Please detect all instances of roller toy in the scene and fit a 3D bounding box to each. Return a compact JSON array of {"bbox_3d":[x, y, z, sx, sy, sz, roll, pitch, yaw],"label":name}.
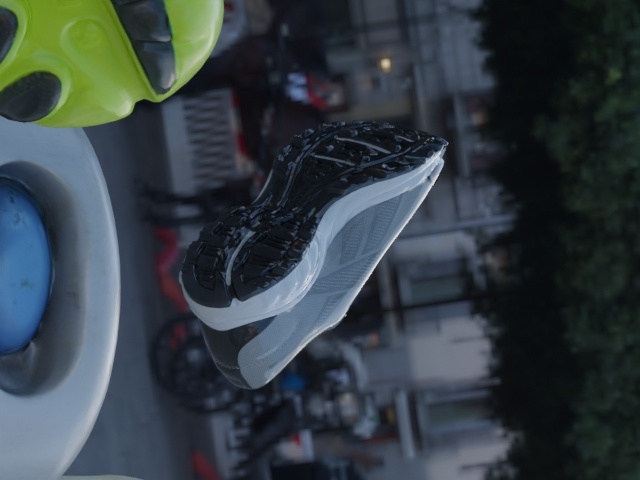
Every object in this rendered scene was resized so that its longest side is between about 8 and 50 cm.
[{"bbox_3d":[-0.177,0.022,0.667,0.191,0.146,0.209,56,-51,37],"label":"roller toy"}]

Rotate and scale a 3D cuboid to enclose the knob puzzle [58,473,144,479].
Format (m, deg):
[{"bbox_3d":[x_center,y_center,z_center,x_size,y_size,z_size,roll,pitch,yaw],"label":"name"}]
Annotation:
[{"bbox_3d":[-0.132,0.229,0.988,0.030,0.213,0.213,179,-98,-68],"label":"knob puzzle"}]

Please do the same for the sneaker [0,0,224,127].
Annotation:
[{"bbox_3d":[-0.117,-0.164,0.416,0.123,0.109,0.296,-106,174,-54],"label":"sneaker"}]

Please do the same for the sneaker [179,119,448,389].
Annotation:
[{"bbox_3d":[-0.001,0.000,1.151,0.271,0.100,0.108,-43,138,-39],"label":"sneaker"}]
